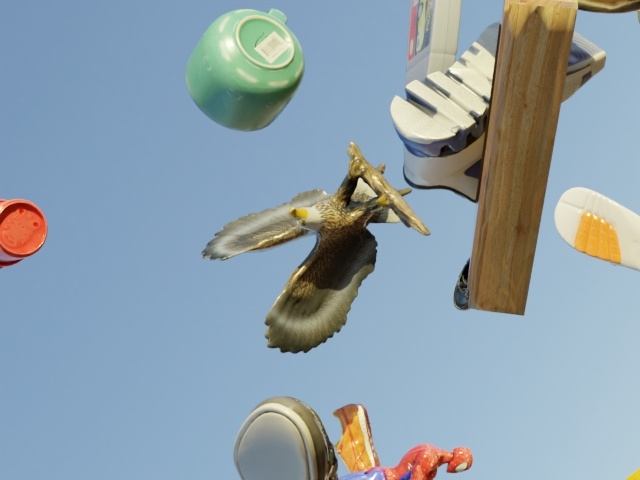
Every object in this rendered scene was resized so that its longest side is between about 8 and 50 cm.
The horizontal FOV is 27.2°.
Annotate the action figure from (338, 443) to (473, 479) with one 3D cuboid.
[{"bbox_3d":[0.075,0.351,1.736,0.091,0.280,0.139,-46,-62,-89],"label":"action figure"}]

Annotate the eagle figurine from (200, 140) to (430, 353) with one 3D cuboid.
[{"bbox_3d":[-0.008,-0.004,2.042,0.225,0.226,0.298,36,-71,-27],"label":"eagle figurine"}]

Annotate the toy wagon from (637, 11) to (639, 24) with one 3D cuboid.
[{"bbox_3d":[0.570,-0.378,1.925,0.068,0.344,0.267,-13,-78,-15],"label":"toy wagon"}]

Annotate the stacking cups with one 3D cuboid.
[{"bbox_3d":[-0.401,0.006,1.532,0.096,0.316,0.096,2,-93,-29],"label":"stacking cups"}]

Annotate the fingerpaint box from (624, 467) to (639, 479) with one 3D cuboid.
[{"bbox_3d":[0.459,0.538,1.853,0.371,0.163,0.445,-43,-46,17],"label":"fingerpaint box"}]

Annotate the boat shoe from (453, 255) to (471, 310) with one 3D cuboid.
[{"bbox_3d":[0.237,0.062,2.095,0.040,0.049,0.142,-27,-30,-40],"label":"boat shoe"}]

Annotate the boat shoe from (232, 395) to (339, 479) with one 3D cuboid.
[{"bbox_3d":[-0.031,0.271,1.545,0.095,0.112,0.335,-49,-26,-37],"label":"boat shoe"}]

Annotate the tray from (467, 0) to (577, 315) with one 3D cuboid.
[{"bbox_3d":[0.223,-0.136,1.487,0.203,0.076,0.411,-76,-10,-49],"label":"tray"}]

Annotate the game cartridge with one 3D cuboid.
[{"bbox_3d":[0.203,-0.400,2.363,0.196,0.060,0.294,162,112,-76],"label":"game cartridge"}]

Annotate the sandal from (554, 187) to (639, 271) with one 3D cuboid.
[{"bbox_3d":[0.513,0.005,2.206,0.102,0.265,0.076,-62,-21,2],"label":"sandal"}]

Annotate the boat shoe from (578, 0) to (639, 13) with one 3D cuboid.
[{"bbox_3d":[0.261,-0.375,1.565,0.123,0.324,0.116,-28,-36,-40],"label":"boat shoe"}]

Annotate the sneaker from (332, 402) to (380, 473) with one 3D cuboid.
[{"bbox_3d":[0.061,0.360,2.198,0.064,0.067,0.175,43,-147,-74],"label":"sneaker"}]

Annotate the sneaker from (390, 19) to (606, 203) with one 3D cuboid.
[{"bbox_3d":[0.211,-0.157,1.718,0.315,0.127,0.182,-31,-32,-25],"label":"sneaker"}]

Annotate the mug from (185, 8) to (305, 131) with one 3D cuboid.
[{"bbox_3d":[-0.086,-0.220,1.571,0.129,0.157,0.097,3,-28,-27],"label":"mug"}]
